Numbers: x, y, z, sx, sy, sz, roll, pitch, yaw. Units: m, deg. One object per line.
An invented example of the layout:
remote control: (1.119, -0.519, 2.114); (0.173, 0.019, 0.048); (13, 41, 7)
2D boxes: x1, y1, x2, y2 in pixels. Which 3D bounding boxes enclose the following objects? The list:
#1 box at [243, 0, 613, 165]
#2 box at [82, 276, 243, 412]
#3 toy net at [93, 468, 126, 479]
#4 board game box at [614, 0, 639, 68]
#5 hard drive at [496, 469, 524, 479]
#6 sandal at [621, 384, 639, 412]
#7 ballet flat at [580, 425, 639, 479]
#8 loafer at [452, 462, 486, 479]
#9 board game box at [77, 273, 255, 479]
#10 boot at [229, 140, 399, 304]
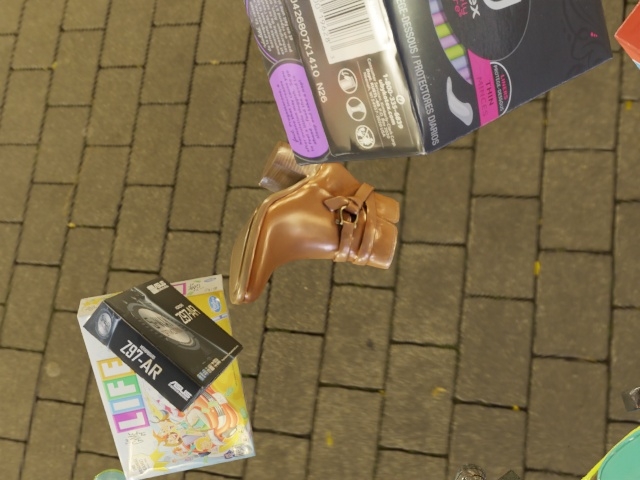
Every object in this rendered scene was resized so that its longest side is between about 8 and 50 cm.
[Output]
box: (0.096, -0.180, 0.613); (0.143, 0.270, 0.165); (2, 115, 49)
box: (-0.081, 0.053, 0.414); (0.067, 0.083, 0.018); (41, 100, 3)
toy net: (-0.384, 0.503, 1.272); (0.122, 0.045, 0.232); (42, 79, -11)
board game box: (0.521, -0.154, 0.902); (0.316, 0.242, 0.064); (46, 109, 31)
hard drive: (0.360, 0.464, 1.324); (0.135, 0.094, 0.022); (40, 119, 28)
sandal: (0.707, 0.230, 1.229); (0.446, 0.167, 0.107); (-36, 65, 47)
ballet flat: (0.161, 0.152, 0.384); (0.231, 0.077, 0.077); (-52, 33, 34)
loafer: (0.216, 0.440, 1.210); (0.062, 0.061, 0.170); (18, 92, 4)
board game box: (-0.112, 0.107, 0.579); (0.103, 0.026, 0.154); (-10, 116, -5)
boot: (0.000, 0.000, 0.767); (0.152, 0.073, 0.197); (26, 60, -12)
